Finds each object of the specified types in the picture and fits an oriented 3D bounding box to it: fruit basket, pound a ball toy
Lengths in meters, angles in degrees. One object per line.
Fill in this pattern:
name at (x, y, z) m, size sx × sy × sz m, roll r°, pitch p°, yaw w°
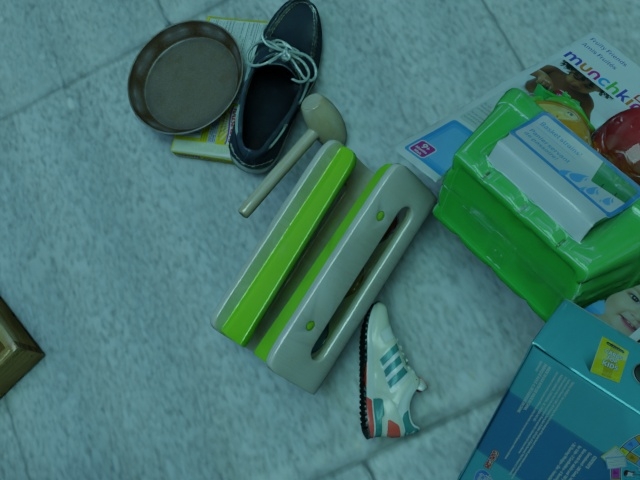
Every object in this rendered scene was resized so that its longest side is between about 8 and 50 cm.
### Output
fruit basket at (0.315, -0.085, 0.931) m, size 0.353 × 0.165 × 0.327 m, roll -33°, pitch 65°, yaw -21°
pound a ball toy at (0.000, 0.000, 1.036) m, size 0.208 × 0.136 × 0.319 m, roll 26°, pitch 81°, yaw 44°

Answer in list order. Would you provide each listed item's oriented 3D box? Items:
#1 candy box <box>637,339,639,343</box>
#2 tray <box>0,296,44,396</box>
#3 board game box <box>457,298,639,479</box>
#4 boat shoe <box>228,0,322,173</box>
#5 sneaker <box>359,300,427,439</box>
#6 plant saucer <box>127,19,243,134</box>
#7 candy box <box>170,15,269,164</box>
candy box at (0.348, 0.120, 0.942) m, size 0.186 × 0.053 × 0.109 m, roll 20°, pitch 78°, yaw 16°
tray at (-0.583, 0.219, 1.122) m, size 0.411 × 0.076 × 0.203 m, roll -44°, pitch 69°, yaw -3°
board game box at (0.322, 0.244, 0.810) m, size 0.336 × 0.254 × 0.079 m, roll 33°, pitch 49°, yaw 19°
boat shoe at (-0.056, -0.212, 1.102) m, size 0.095 × 0.079 × 0.255 m, roll 24°, pitch 75°, yaw -3°
sneaker at (0.086, 0.153, 1.000) m, size 0.075 × 0.057 × 0.161 m, roll 3°, pitch 72°, yaw -5°
plant saucer at (-0.179, -0.217, 1.148) m, size 0.168 × 0.029 × 0.168 m, roll -4°, pitch 74°, yaw 14°
candy box at (-0.129, -0.207, 1.162) m, size 0.105 × 0.027 × 0.206 m, roll 10°, pitch 77°, yaw 14°
